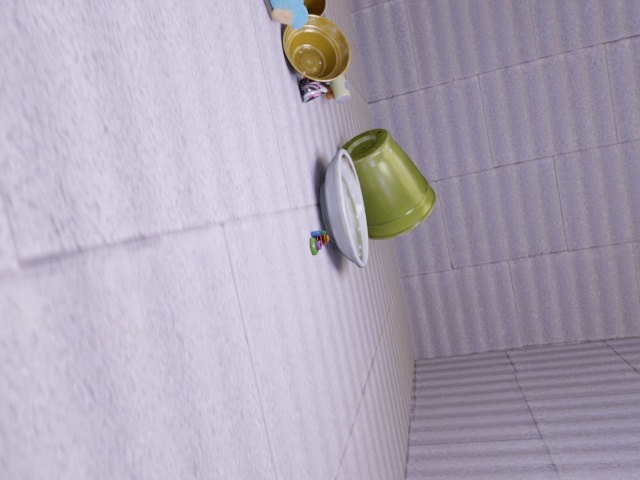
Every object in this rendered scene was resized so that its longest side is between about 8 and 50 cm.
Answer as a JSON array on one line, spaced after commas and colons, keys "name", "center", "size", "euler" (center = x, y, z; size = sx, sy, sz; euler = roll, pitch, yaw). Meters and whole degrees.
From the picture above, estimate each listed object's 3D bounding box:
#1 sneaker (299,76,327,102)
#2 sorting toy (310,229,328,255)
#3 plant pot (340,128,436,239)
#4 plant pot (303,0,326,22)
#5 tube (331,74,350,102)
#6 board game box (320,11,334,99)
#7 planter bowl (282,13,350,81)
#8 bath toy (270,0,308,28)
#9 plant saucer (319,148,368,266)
[{"name": "sneaker", "center": [-0.026, -0.507, 1.505], "size": [0.178, 0.071, 0.077], "euler": [-77, 144, -69]}, {"name": "sorting toy", "center": [0.000, 0.000, 1.311], "size": [0.102, 0.042, 0.061], "euler": [-65, 142, -66]}, {"name": "plant pot", "center": [0.246, -0.255, 1.907], "size": [0.353, 0.366, 0.367], "euler": [57, 25, -32]}, {"name": "plant pot", "center": [-0.054, -0.729, 1.463], "size": [0.095, 0.134, 0.135], "euler": [130, -46, -76]}, {"name": "tube", "center": [0.058, -0.644, 1.746], "size": [0.070, 0.062, 0.241], "euler": [-29, -109, 59]}, {"name": "board game box", "center": [-0.016, -0.804, 1.770], "size": [0.390, 0.050, 0.391], "euler": [40, 42, -68]}, {"name": "planter bowl", "center": [-0.024, -0.572, 1.417], "size": [0.090, 0.217, 0.218], "euler": [155, -71, -67]}, {"name": "bath toy", "center": [-0.068, -0.762, 1.332], "size": [0.128, 0.151, 0.349], "euler": [27, 50, -27]}, {"name": "plant saucer", "center": [0.073, -0.101, 1.544], "size": [0.400, 0.100, 0.401], "euler": [-10, 90, -75]}]
